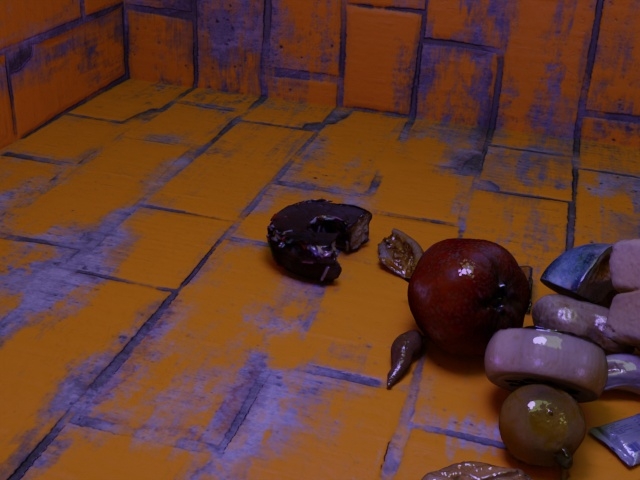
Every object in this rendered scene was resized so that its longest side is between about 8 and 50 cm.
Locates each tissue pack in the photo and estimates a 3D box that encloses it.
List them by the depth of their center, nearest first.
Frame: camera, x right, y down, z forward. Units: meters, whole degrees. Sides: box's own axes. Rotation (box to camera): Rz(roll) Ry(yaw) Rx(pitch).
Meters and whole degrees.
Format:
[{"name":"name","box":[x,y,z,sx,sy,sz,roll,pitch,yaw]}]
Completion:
[{"name":"tissue pack","box":[0.677,0.409,1.783,0.193,0.026,0.122,-10,30,-23]}]

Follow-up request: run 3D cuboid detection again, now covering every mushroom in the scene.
[{"name":"mushroom","box":[0.772,0.320,1.899,0.351,0.095,0.123,8,44,13]}]

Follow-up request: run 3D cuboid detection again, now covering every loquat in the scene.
[{"name":"loquat","box":[0.445,0.375,1.693,0.172,0.149,0.204,-3,36,-19]}]

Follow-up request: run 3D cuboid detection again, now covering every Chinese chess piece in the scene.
[{"name":"Chinese chess piece","box":[0.479,0.266,1.811,0.257,0.257,0.104,10,71,13]}]

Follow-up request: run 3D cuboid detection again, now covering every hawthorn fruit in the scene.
[{"name":"hawthorn fruit","box":[0.323,0.127,2.052,0.284,0.285,0.369,-15,21,-32]}]

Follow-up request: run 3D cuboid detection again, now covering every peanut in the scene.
[{"name":"peanut","box":[0.638,0.212,2.068,0.253,0.122,0.137,16,29,13]}]

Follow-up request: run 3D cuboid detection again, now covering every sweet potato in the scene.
[{"name":"sweet potato","box":[0.190,0.262,1.982,0.068,0.068,0.226,15,32,22]}]

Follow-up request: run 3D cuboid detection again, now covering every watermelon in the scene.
[{"name":"watermelon","box":[0.696,0.073,2.204,0.188,0.175,0.322,25,-1,41]}]

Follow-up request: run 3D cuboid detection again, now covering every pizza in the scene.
[{"name":"pizza","box":[0.232,0.036,2.432,0.134,0.056,0.271,11,26,-2]}]

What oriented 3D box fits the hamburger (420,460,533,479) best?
[{"name":"hamburger","box":[0.279,0.500,1.435,0.259,0.145,0.283,-4,30,11]}]

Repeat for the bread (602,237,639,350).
[{"name":"bread","box":[0.892,0.150,1.892,0.371,0.279,0.390,16,-4,-30]}]

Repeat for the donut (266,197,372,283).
[{"name":"donut","box":[-0.020,-0.006,2.407,0.259,0.136,0.345,10,27,17]}]

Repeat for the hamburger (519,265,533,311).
[{"name":"hamburger","box":[0.517,0.117,2.270,0.102,0.087,0.176,10,30,11]}]
